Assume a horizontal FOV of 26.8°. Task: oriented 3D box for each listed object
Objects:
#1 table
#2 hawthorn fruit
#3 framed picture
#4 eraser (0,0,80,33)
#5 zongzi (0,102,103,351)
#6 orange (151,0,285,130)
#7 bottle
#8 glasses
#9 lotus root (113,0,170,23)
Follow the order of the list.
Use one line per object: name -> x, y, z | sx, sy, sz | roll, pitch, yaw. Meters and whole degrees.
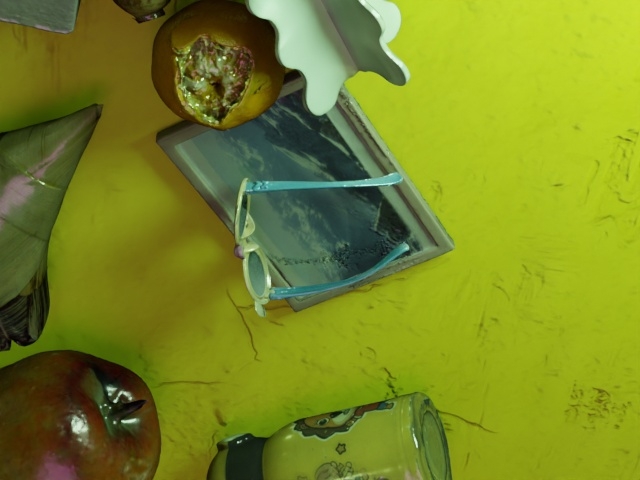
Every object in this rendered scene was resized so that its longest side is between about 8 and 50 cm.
table -> 0.008, -0.248, 1.447 | 0.167, 0.166, 0.198 | -16, 135, 17
hawthorn fruit -> -0.348, 0.280, 1.870 | 0.301, 0.267, 0.267 | -24, 126, 20
framed picture -> -0.013, -0.059, 1.698 | 0.247, 0.022, 0.335 | -22, 127, 21
eraser -> -0.283, -0.385, 1.391 | 0.111, 0.077, 0.352 | 13, 130, -7
zongzi -> -0.353, -0.013, 1.687 | 0.318, 0.154, 0.289 | -20, 136, 10
orange -> -0.115, -0.194, 1.512 | 0.155, 0.134, 0.154 | -1, 138, -1
bottle -> 0.002, 0.335, 1.945 | 0.351, 0.171, 0.171 | -14, 129, 15
glasses -> -0.005, -0.019, 1.695 | 0.221, 0.088, 0.189 | -17, 130, -7
lotus root -> -0.199, -0.315, 1.440 | 0.081, 0.089, 0.179 | -18, 127, -20
